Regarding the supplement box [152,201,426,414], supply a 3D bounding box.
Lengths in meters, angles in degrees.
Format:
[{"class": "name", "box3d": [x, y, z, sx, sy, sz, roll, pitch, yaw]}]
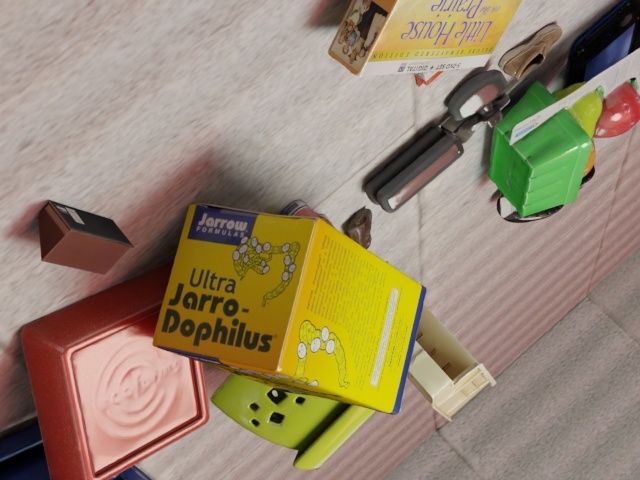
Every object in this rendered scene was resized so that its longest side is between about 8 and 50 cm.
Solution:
[{"class": "supplement box", "box3d": [-0.028, 0.100, 1.529, 0.356, 0.194, 0.195, 31, 69, -57]}]

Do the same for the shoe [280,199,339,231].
[{"class": "shoe", "box3d": [0.000, 0.000, 1.715, 0.063, 0.081, 0.178, -45, 159, 2]}]

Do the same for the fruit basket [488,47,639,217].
[{"class": "fruit basket", "box3d": [0.461, -0.214, 2.026, 0.353, 0.165, 0.327, -39, 158, -13]}]

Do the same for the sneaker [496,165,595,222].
[{"class": "sneaker", "box3d": [0.453, -0.081, 2.357, 0.283, 0.107, 0.124, -27, 159, -38]}]

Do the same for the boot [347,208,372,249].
[{"class": "boot", "box3d": [0.048, 0.007, 1.875, 0.106, 0.037, 0.114, -51, 165, -19]}]

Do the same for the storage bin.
[{"class": "storage bin", "box3d": [0.190, 0.196, 2.173, 0.123, 0.262, 0.260, -42, 159, 0]}]

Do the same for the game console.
[{"class": "game console", "box3d": [0.595, -0.308, 2.088, 0.250, 0.173, 0.293, -40, 158, -10]}]

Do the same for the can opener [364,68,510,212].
[{"class": "can opener", "box3d": [0.182, -0.159, 1.789, 0.280, 0.074, 0.093, -44, 124, -6]}]

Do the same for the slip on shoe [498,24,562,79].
[{"class": "slip on shoe", "box3d": [0.346, -0.302, 1.833, 0.135, 0.041, 0.051, -32, 156, -29]}]

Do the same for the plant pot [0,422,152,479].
[{"class": "plant pot", "box3d": [-0.384, 0.391, 1.572, 0.236, 0.212, 0.236, -23, 151, -43]}]

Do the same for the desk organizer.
[{"class": "desk organizer", "box3d": [-0.271, -0.001, 1.279, 0.050, 0.047, 0.130, -45, 159, 9]}]

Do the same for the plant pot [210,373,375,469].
[{"class": "plant pot", "box3d": [-0.016, 0.228, 1.854, 0.228, 0.207, 0.227, -46, 180, 8]}]

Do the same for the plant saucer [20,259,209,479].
[{"class": "plant saucer", "box3d": [-0.247, 0.186, 1.488, 0.258, 0.047, 0.259, -25, 119, -40]}]

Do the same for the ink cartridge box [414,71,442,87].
[{"class": "ink cartridge box", "box3d": [0.161, -0.254, 1.606, 0.063, 0.029, 0.115, -42, 158, -6]}]

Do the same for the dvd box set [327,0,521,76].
[{"class": "dvd box set", "box3d": [0.201, -0.389, 1.345, 0.307, 0.062, 0.420, -14, 139, -52]}]
